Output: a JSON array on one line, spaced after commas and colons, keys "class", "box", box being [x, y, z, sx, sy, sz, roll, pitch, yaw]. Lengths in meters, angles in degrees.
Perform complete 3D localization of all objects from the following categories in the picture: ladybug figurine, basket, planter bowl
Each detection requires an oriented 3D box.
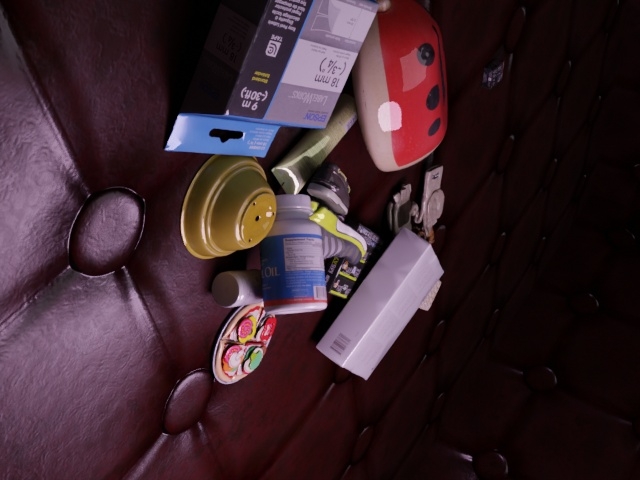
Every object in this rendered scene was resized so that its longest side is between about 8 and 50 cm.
[{"class": "ladybug figurine", "box": [0.170, -0.322, 1.529, 0.449, 0.162, 0.305, 65, 30, -59]}, {"class": "basket", "box": [0.274, 0.131, 2.194, 0.113, 0.103, 0.167, -64, 153, -2]}, {"class": "planter bowl", "box": [-0.143, -0.052, 1.342, 0.217, 0.090, 0.217, -41, 144, -40]}]

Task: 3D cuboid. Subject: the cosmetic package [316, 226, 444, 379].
[{"class": "cosmetic package", "box": [0.167, 0.175, 1.966, 0.377, 0.097, 0.284, -53, 155, -5]}]

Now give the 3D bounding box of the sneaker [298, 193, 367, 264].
[{"class": "sneaker", "box": [0.000, 0.000, 1.635, 0.121, 0.111, 0.300, -58, 144, -2]}]

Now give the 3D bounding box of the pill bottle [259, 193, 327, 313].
[{"class": "pill bottle", "box": [-0.056, 0.028, 1.444, 0.124, 0.124, 0.221, 12, 70, -62]}]

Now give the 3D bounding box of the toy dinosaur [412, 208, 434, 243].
[{"class": "toy dinosaur", "box": [0.316, -0.011, 2.202, 0.112, 0.064, 0.211, -58, 152, -18]}]

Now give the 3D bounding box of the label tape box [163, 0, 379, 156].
[{"class": "label tape box", "box": [-0.075, -0.259, 1.186, 0.241, 0.106, 0.333, -4, 126, -51]}]

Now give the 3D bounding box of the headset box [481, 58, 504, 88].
[{"class": "headset box", "box": [0.512, -0.494, 2.209, 0.083, 0.032, 0.062, -43, 145, -38]}]

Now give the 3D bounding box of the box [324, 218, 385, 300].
[{"class": "box", "box": [0.080, 0.055, 1.863, 0.184, 0.045, 0.191, -64, 153, 0]}]

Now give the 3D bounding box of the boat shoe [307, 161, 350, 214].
[{"class": "boat shoe", "box": [0.026, -0.106, 1.550, 0.228, 0.081, 0.068, 49, 62, -81]}]

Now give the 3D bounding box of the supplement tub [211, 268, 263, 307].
[{"class": "supplement tub", "box": [-0.153, 0.092, 1.454, 0.107, 0.071, 0.071, -1, 112, -59]}]

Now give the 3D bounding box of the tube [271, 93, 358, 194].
[{"class": "tube", "box": [-0.008, -0.196, 1.510, 0.240, 0.070, 0.062, -52, -175, -19]}]

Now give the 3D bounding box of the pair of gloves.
[{"class": "pair of gloves", "box": [0.258, -0.082, 2.042, 0.240, 0.042, 0.204, -35, 130, -38]}]

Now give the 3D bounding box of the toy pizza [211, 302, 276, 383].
[{"class": "toy pizza", "box": [-0.154, 0.216, 1.587, 0.201, 0.032, 0.201, -40, 143, -40]}]
